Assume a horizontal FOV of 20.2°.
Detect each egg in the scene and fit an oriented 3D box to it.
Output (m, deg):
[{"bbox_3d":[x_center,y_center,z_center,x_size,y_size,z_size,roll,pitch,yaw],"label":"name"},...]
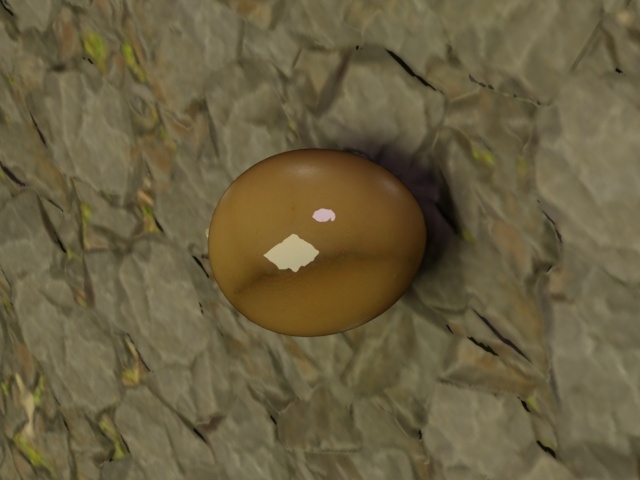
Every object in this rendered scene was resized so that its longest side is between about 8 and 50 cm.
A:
[{"bbox_3d":[0.000,0.000,0.746,0.096,0.080,0.080,-14,97,54],"label":"egg"}]
